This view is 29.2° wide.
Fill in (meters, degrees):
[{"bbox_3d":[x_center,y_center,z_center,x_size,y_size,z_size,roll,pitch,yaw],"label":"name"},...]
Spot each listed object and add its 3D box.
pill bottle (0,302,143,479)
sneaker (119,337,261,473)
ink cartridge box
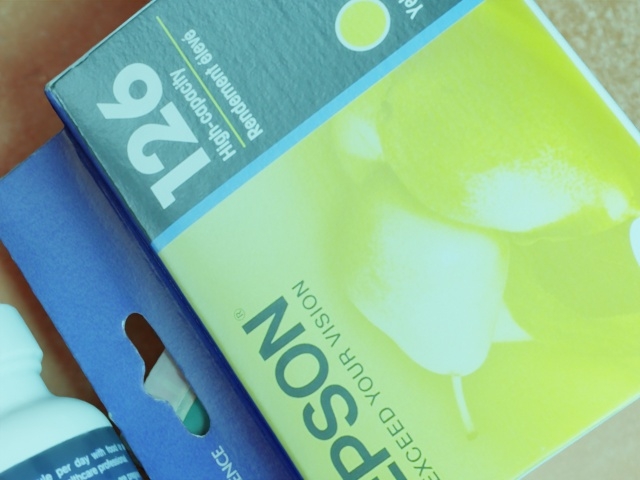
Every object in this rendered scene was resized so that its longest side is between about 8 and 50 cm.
[{"bbox_3d":[-0.149,0.175,0.625,0.153,0.153,0.264,-29,81,-17],"label":"pill bottle"},{"bbox_3d":[0.014,0.024,0.695,0.121,0.108,0.302,31,91,12],"label":"sneaker"},{"bbox_3d":[0.000,0.000,0.611,0.307,0.072,0.303,-37,76,7],"label":"ink cartridge box"}]
